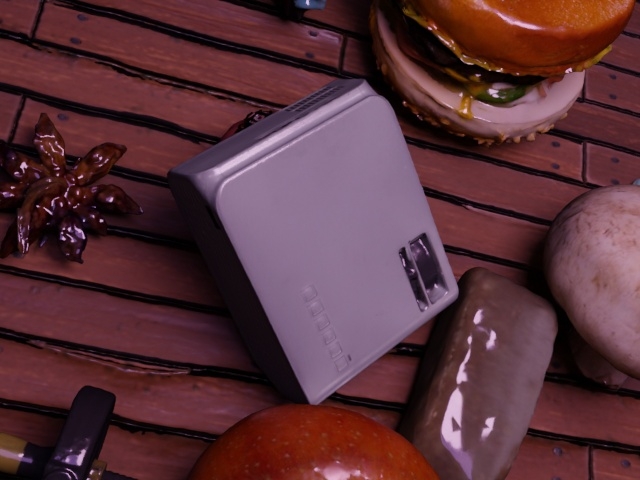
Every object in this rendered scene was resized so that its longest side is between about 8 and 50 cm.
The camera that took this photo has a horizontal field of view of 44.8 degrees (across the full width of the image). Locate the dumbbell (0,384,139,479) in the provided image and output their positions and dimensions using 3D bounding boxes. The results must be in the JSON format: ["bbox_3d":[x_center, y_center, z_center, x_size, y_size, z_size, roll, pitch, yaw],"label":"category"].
[{"bbox_3d":[-0.272,0.167,0.630,0.326,0.143,0.143,20,67,-8],"label":"dumbbell"}]

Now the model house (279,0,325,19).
[{"bbox_3d":[0.016,-0.405,0.821,0.230,0.280,0.248,0,63,-3],"label":"model house"}]

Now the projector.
[{"bbox_3d":[0.000,0.000,0.736,0.198,0.108,0.250,-34,114,-23],"label":"projector"}]

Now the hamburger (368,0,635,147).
[{"bbox_3d":[0.190,-0.253,0.867,0.291,0.225,0.290,6,62,-12],"label":"hamburger"}]

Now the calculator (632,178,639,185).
[{"bbox_3d":[0.452,-0.025,0.970,0.153,0.021,0.095,34,65,-6],"label":"calculator"}]

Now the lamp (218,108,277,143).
[{"bbox_3d":[-0.054,-0.090,0.810,0.108,0.092,0.107,-8,39,6],"label":"lamp"}]

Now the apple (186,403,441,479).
[{"bbox_3d":[-0.004,0.240,0.659,0.235,0.173,0.210,36,93,-16],"label":"apple"}]

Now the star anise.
[{"bbox_3d":[-0.258,-0.048,0.760,0.168,0.057,0.167,9,60,-16],"label":"star anise"}]

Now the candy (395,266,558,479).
[{"bbox_3d":[0.153,0.148,0.780,0.104,0.102,0.233,27,65,-6],"label":"candy"}]

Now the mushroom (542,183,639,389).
[{"bbox_3d":[0.321,0.039,0.826,0.189,0.195,0.254,46,33,15],"label":"mushroom"}]
